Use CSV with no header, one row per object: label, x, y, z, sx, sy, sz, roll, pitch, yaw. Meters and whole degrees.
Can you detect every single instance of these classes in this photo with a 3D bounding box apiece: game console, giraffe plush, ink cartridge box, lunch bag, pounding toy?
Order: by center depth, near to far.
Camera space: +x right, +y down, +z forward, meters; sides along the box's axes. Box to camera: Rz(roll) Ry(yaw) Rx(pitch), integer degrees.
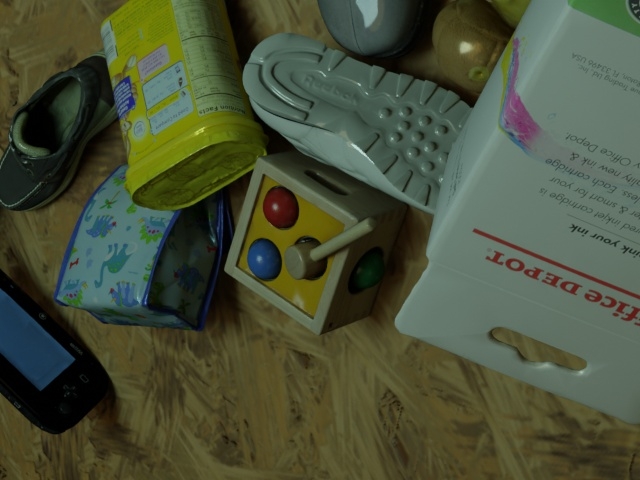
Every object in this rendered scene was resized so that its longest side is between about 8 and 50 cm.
ink cartridge box,0.201,-0.055,0.886,0.207,0.119,0.353,22,133,-5
giraffe plush,0.145,-0.167,0.984,0.210,0.181,0.171,18,128,-2
pounding toy,0.000,0.000,1.150,0.141,0.100,0.130,33,119,29
lunch bag,-0.154,0.000,1.280,0.128,0.096,0.151,0,71,38
game console,-0.348,0.035,1.389,0.361,0.213,0.044,44,135,0

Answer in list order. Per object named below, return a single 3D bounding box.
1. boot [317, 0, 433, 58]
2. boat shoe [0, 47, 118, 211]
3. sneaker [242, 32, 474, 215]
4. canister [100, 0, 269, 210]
boot,-0.031,-0.291,1.030,0.118,0.222,0.338,-7,95,38
boat shoe,-0.262,-0.102,1.353,0.223,0.073,0.080,-41,74,36
sneaker,0.048,-0.080,1.114,0.235,0.090,0.095,32,163,13
canister,-0.120,-0.128,1.204,0.126,0.073,0.170,-28,65,31
